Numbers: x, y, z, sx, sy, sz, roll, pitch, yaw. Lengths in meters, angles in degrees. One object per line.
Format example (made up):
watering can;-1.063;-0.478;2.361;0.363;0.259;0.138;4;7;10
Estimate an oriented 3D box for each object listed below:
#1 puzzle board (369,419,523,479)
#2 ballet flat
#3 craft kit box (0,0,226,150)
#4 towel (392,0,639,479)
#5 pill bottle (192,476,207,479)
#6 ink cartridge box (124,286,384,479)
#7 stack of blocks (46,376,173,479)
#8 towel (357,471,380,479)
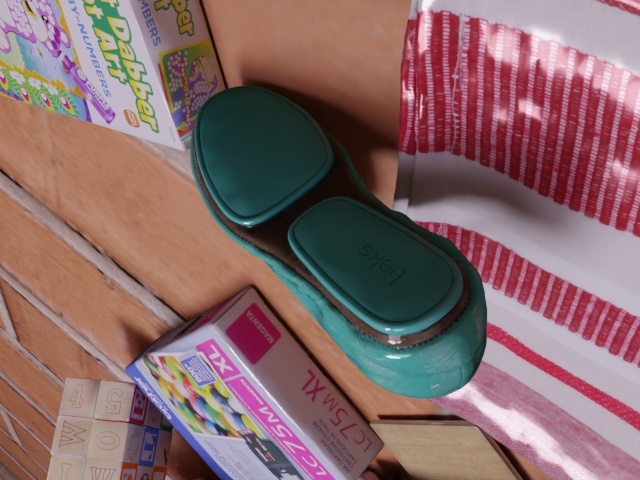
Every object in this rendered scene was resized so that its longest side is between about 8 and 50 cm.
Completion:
puzzle board;0.106;0.177;0.605;0.096;0.011;0.128;53;147;-13
ballet flat;0.000;0.000;0.417;0.247;0.083;0.087;46;165;45
craft kit box;-0.188;-0.196;0.493;0.247;0.061;0.250;17;138;34
towel;0.136;0.028;0.387;0.237;0.037;0.329;29;143;23
pill bottle;-0.162;0.535;1.007;0.392;0.224;0.224;64;150;15
ink cartridge box;-0.090;0.164;0.769;0.186;0.065;0.311;51;149;-7
stack of blocks;-0.241;0.318;0.876;0.087;0.297;0.171;2;162;12
towel;0.139;0.356;0.632;0.312;0.056;0.324;54;173;-16
